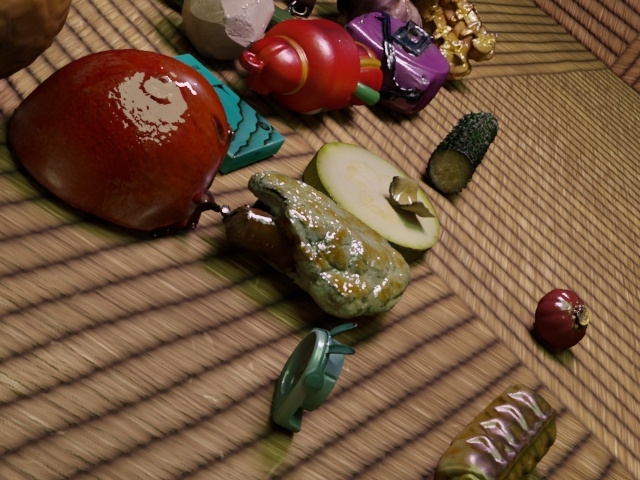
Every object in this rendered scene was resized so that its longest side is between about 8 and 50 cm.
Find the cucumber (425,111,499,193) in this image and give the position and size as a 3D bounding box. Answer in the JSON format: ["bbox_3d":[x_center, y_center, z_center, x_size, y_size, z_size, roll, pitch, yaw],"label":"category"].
[{"bbox_3d":[0.297,-0.197,1.906,0.096,0.096,0.359,37,30,1],"label":"cucumber"}]

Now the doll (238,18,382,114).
[{"bbox_3d":[-0.019,-0.314,1.684,0.183,0.160,0.363,49,33,20],"label":"doll"}]

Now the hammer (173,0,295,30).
[{"bbox_3d":[-0.158,-0.486,1.851,0.335,0.119,0.206,25,33,-30],"label":"hammer"}]

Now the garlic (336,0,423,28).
[{"bbox_3d":[0.116,-0.520,2.120,0.245,0.160,0.245,51,-1,1],"label":"garlic"}]

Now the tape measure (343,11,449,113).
[{"bbox_3d":[0.149,-0.373,1.946,0.231,0.149,0.245,33,30,-1],"label":"tape measure"}]

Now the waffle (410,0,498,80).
[{"bbox_3d":[0.282,-0.548,2.195,0.261,0.151,0.324,49,-12,53],"label":"waffle"}]

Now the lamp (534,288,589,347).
[{"bbox_3d":[0.402,0.130,1.561,0.101,0.090,0.101,11,74,-41],"label":"lamp"}]

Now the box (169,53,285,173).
[{"bbox_3d":[-0.182,-0.206,1.485,0.226,0.042,0.161,42,32,10],"label":"box"}]

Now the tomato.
[{"bbox_3d":[-0.241,-0.163,1.240,0.308,0.170,0.309,27,30,-17],"label":"tomato"}]

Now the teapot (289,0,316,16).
[{"bbox_3d":[-0.042,-0.542,2.074,0.068,0.076,0.121,21,62,-6],"label":"teapot"}]

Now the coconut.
[{"bbox_3d":[-0.169,-0.399,1.658,0.161,0.162,0.161,24,-11,5],"label":"coconut"}]

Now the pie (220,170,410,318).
[{"bbox_3d":[0.005,-0.001,1.330,0.274,0.105,0.257,37,25,1],"label":"pie"}]

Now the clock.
[{"bbox_3d":[-0.007,0.149,1.076,0.041,0.135,0.101,29,32,-12],"label":"clock"}]

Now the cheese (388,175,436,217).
[{"bbox_3d":[0.151,-0.064,1.544,0.060,0.041,0.084,14,34,-46],"label":"cheese"}]

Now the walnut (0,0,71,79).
[{"bbox_3d":[-0.459,-0.315,1.128,0.332,0.333,0.333,26,32,-17],"label":"walnut"}]

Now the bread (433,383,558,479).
[{"bbox_3d":[0.223,0.272,1.186,0.087,0.098,0.269,2,15,31],"label":"bread"}]

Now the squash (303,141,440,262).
[{"bbox_3d":[0.088,-0.060,1.558,0.252,0.049,0.252,27,33,-19],"label":"squash"}]
